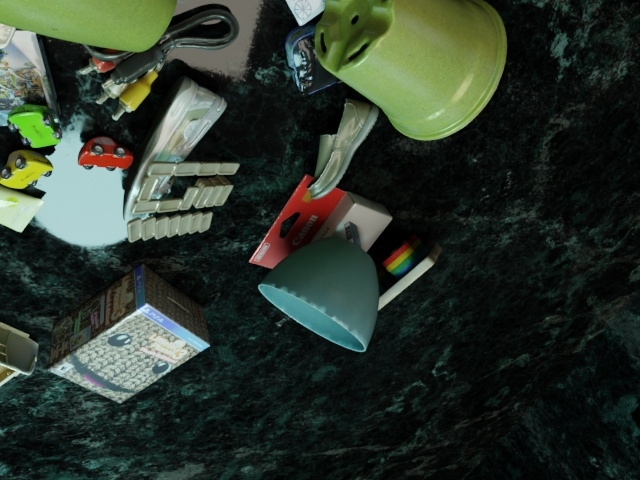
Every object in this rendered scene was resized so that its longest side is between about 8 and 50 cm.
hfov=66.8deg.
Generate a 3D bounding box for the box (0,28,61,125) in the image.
[{"bbox_3d":[-0.575,-0.269,0.800,0.233,0.044,0.159,-8,131,-17],"label":"box"}]

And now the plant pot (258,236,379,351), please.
[{"bbox_3d":[0.025,0.106,1.163,0.195,0.290,0.290,-58,135,-17],"label":"plant pot"}]

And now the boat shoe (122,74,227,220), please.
[{"bbox_3d":[-0.302,-0.164,0.962,0.103,0.118,0.320,22,110,-31],"label":"boat shoe"}]

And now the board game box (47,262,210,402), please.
[{"bbox_3d":[-0.469,0.238,1.210,0.291,0.141,0.232,-34,133,7],"label":"board game box"}]

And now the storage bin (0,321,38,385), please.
[{"bbox_3d":[-0.848,0.292,1.105,0.262,0.123,0.260,-36,133,8],"label":"storage bin"}]

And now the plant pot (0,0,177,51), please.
[{"bbox_3d":[-0.357,-0.393,0.667,0.274,0.274,0.294,-48,145,19],"label":"plant pot"}]

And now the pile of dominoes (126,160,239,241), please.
[{"bbox_3d":[-0.287,-0.090,0.992,0.196,0.040,0.251,-55,160,25],"label":"pile of dominoes"}]

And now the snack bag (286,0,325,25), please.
[{"bbox_3d":[0.033,-0.580,0.775,0.343,0.037,0.323,-31,125,3],"label":"snack bag"}]

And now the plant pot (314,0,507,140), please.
[{"bbox_3d":[0.140,-0.344,0.858,0.254,0.276,0.276,9,124,-42],"label":"plant pot"}]

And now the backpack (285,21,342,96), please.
[{"bbox_3d":[-0.016,-0.358,0.938,0.105,0.084,0.114,-23,138,-5],"label":"backpack"}]

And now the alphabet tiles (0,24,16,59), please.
[{"bbox_3d":[-0.619,-0.324,0.699,0.278,0.021,0.284,28,102,-28],"label":"alphabet tiles"}]

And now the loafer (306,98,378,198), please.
[{"bbox_3d":[0.032,-0.210,1.096,0.088,0.094,0.251,29,105,-12],"label":"loafer"}]

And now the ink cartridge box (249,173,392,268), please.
[{"bbox_3d":[0.000,0.000,1.264,0.261,0.066,0.296,18,119,-35],"label":"ink cartridge box"}]

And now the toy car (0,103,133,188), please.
[{"bbox_3d":[-0.478,-0.179,0.862,0.239,0.053,0.225,-14,163,-12],"label":"toy car"}]

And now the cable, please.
[{"bbox_3d":[-0.291,-0.345,0.865,0.287,0.072,0.139,-36,102,-11],"label":"cable"}]

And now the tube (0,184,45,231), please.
[{"bbox_3d":[-0.659,-0.093,0.908,0.070,0.062,0.240,-6,154,39],"label":"tube"}]

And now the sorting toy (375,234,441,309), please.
[{"bbox_3d":[0.197,0.089,1.328,0.255,0.089,0.257,-43,173,18],"label":"sorting toy"}]
